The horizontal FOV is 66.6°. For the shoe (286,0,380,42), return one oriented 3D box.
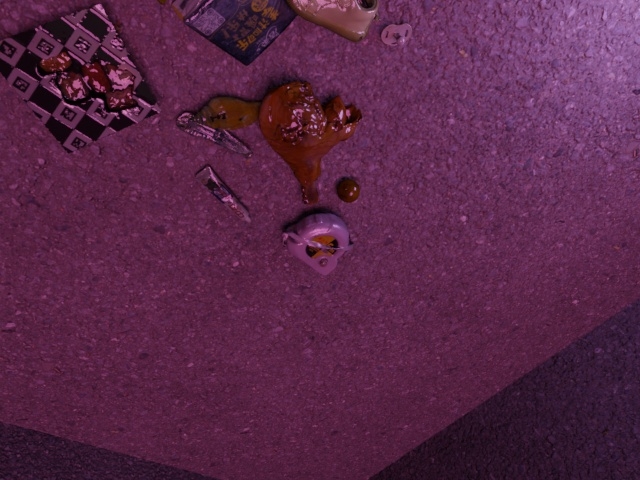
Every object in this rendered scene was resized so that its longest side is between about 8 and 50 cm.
[{"bbox_3d":[0.026,-0.584,1.164,0.262,0.140,0.128,21,130,-33],"label":"shoe"}]

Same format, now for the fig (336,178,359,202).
[{"bbox_3d":[0.091,-0.153,1.548,0.074,0.073,0.088,-26,155,7],"label":"fig"}]

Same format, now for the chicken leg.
[{"bbox_3d":[-0.011,-0.273,1.388,0.295,0.182,0.409,-26,138,-14],"label":"chicken leg"}]

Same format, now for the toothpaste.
[{"bbox_3d":[-0.287,-0.132,1.491,0.060,0.038,0.233,-34,124,10],"label":"toothpaste"}]

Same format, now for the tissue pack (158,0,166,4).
[{"bbox_3d":[-0.363,-0.650,0.968,0.167,0.200,0.275,-37,126,16],"label":"tissue pack"}]

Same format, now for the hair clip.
[{"bbox_3d":[-0.292,-0.292,1.366,0.229,0.036,0.066,25,113,-22],"label":"hair clip"}]

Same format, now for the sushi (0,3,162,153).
[{"bbox_3d":[-0.589,-0.395,1.200,0.292,0.059,0.293,-21,129,2],"label":"sushi"}]

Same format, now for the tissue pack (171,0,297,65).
[{"bbox_3d":[-0.182,-0.518,1.100,0.185,0.081,0.257,-38,166,16],"label":"tissue pack"}]

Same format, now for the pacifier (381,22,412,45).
[{"bbox_3d":[0.203,-0.533,1.285,0.083,0.064,0.068,-6,145,-9],"label":"pacifier"}]

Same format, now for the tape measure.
[{"bbox_3d":[0.000,0.000,1.608,0.197,0.120,0.236,-36,132,21],"label":"tape measure"}]

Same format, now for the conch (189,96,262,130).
[{"bbox_3d":[-0.251,-0.342,1.320,0.201,0.079,0.095,0,146,-25],"label":"conch"}]
